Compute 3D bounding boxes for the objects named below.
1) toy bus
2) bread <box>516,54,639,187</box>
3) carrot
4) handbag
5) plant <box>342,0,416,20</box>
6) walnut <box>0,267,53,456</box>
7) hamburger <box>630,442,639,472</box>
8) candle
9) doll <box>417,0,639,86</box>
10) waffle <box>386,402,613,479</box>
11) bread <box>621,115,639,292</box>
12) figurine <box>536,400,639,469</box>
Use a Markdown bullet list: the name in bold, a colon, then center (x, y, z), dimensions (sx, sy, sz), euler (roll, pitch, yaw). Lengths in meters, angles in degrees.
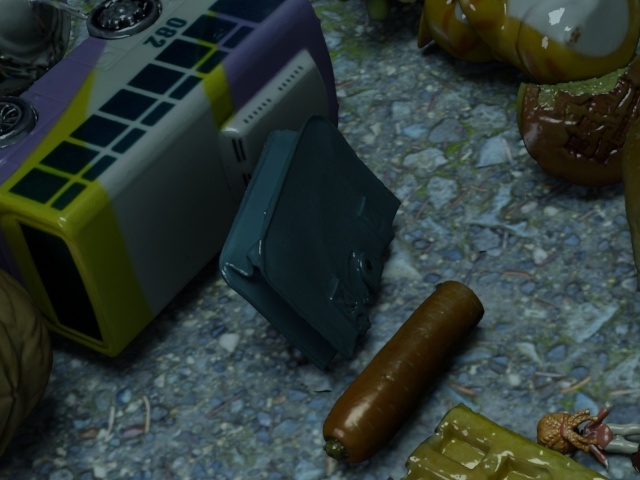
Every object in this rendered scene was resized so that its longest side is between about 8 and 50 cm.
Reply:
- **toy bus**: center (-0.176, -0.105, 1.877), dimensions (0.249, 0.209, 0.440), euler (19, 50, 33)
- **bread**: center (0.285, -0.121, 1.839), dimensions (0.156, 0.125, 0.086), euler (-15, 12, 0)
- **carrot**: center (0.077, 0.129, 1.695), dimensions (0.067, 0.067, 0.225), euler (20, 53, 31)
- **handbag**: center (0.000, 0.000, 1.775), dimensions (0.062, 0.179, 0.229), euler (-25, 32, 39)
- **plant**: center (0.050, -0.431, 2.114), dimensions (0.297, 0.261, 0.306), euler (21, 44, 32)
- **walnut**: center (-0.420, 0.123, 1.703), dimensions (0.313, 0.277, 0.252), euler (4, 83, 27)
- **hamburger**: center (0.364, 0.183, 1.546), dimensions (0.166, 0.087, 0.137), euler (-41, 50, -21)
- **candle**: center (-0.386, -0.252, 2.037), dimensions (0.330, 0.187, 0.187), euler (-19, 33, 45)
- **doll**: center (0.233, -0.258, 1.961), dimensions (0.269, 0.162, 0.167), euler (28, 70, 33)
- **waffle**: center (0.139, 0.277, 1.542), dimensions (0.221, 0.055, 0.248), euler (26, 57, 34)
- **bread**: center (0.392, -0.036, 1.689), dimensions (0.195, 0.176, 0.246), euler (-7, 45, 12)
- **figurine**: center (0.253, 0.178, 1.615), dimensions (0.109, 0.047, 0.064), euler (3, 71, 10)
